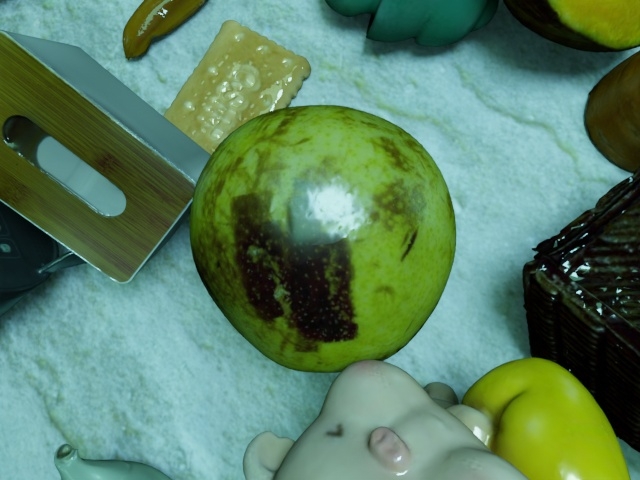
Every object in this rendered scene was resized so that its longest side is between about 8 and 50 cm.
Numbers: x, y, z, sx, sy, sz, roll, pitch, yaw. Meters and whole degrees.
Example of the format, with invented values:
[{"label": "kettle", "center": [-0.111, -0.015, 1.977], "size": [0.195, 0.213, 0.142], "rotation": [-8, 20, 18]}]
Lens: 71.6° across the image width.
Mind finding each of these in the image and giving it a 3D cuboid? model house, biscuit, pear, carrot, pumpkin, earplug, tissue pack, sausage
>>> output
[{"label": "model house", "center": [0.364, 0.090, 0.451], "size": [0.282, 0.317, 0.297], "rotation": [-8, 45, 28]}, {"label": "biscuit", "center": [-0.139, -0.188, 0.637], "size": [0.160, 0.030, 0.250], "rotation": [33, 86, 11]}, {"label": "pear", "center": [0.000, 0.000, 0.470], "size": [0.283, 0.283, 0.284], "rotation": [-1, 80, 7]}, {"label": "carrot", "center": [0.401, -0.175, 0.470], "size": [0.159, 0.225, 0.159], "rotation": [-2, 81, 13]}, {"label": "pumpkin", "center": [0.288, -0.302, 0.537], "size": [0.312, 0.169, 0.148], "rotation": [2, 103, -24]}, {"label": "earplug", "center": [0.109, -0.373, 0.595], "size": [0.280, 0.164, 0.257], "rotation": [27, 48, 0]}, {"label": "tissue pack", "center": [-0.267, -0.098, 0.529], "size": [0.246, 0.136, 0.159], "rotation": [39, 106, -12]}, {"label": "sausage", "center": [-0.235, -0.346, 0.666], "size": [0.183, 0.054, 0.062], "rotation": [-39, 50, 2]}]

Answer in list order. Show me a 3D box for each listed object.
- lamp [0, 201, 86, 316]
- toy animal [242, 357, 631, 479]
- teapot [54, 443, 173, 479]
[{"label": "lamp", "center": [-0.482, 0.035, 0.550], "size": [0.272, 0.374, 0.205], "rotation": [-39, 77, 30]}, {"label": "toy animal", "center": [0.070, 0.196, 0.367], "size": [0.246, 0.345, 0.278], "rotation": [26, 91, -14]}, {"label": "teapot", "center": [-0.290, 0.401, 0.497], "size": [0.220, 0.149, 0.318], "rotation": [42, 87, 13]}]
